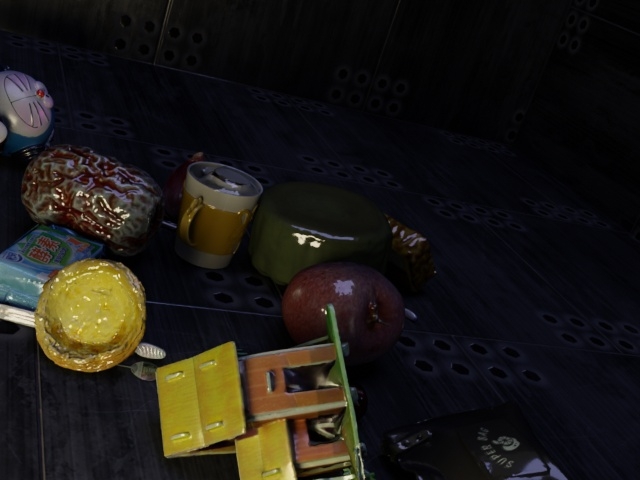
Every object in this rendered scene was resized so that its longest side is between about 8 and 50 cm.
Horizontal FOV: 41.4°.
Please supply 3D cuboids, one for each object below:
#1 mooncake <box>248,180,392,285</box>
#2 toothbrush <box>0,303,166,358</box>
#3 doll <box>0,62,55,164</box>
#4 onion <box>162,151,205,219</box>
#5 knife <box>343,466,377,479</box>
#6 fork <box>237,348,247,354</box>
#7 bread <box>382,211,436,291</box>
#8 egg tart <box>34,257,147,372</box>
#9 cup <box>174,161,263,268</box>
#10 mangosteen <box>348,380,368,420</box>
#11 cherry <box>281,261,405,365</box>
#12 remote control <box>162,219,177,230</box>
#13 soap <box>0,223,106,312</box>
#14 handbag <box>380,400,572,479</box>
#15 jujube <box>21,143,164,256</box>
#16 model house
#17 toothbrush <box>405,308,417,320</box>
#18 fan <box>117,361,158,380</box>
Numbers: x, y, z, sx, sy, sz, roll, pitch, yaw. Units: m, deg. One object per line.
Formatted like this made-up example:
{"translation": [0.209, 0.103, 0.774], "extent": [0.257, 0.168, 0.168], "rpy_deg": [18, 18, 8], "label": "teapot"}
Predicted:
{"translation": [0.000, 0.000, 2.125], "extent": [0.356, 0.194, 0.356], "rpy_deg": [11, 27, -5], "label": "mooncake"}
{"translation": [-0.472, 0.166, 1.594], "extent": [0.375, 0.028, 0.037], "rpy_deg": [16, 0, -7], "label": "toothbrush"}
{"translation": [-0.830, -0.321, 2.199], "extent": [0.284, 0.240, 0.310], "rpy_deg": [58, 39, -8], "label": "doll"}
{"translation": [-0.331, -0.141, 2.216], "extent": [0.159, 0.195, 0.159], "rpy_deg": [10, 17, -3], "label": "onion"}
{"translation": [0.095, 0.431, 1.448], "extent": [0.054, 0.015, 0.212], "rpy_deg": [-2, 30, -41], "label": "knife"}
{"translation": [-0.217, 0.238, 1.641], "extent": [0.039, 0.021, 0.235], "rpy_deg": [26, 22, 24], "label": "fork"}
{"translation": [0.201, 0.030, 2.282], "extent": [0.096, 0.181, 0.222], "rpy_deg": [-39, 50, -21], "label": "bread"}
{"translation": [-0.415, 0.139, 1.546], "extent": [0.212, 0.213, 0.090], "rpy_deg": [18, -19, -3], "label": "egg tart"}
{"translation": [-0.267, -0.055, 2.022], "extent": [0.185, 0.226, 0.241], "rpy_deg": [27, 25, 16], "label": "cup"}
{"translation": [0.051, 0.308, 1.623], "extent": [0.081, 0.081, 0.081], "rpy_deg": [16, 22, -7], "label": "mangosteen"}
{"translation": [0.037, 0.148, 1.809], "extent": [0.261, 0.221, 0.307], "rpy_deg": [11, 9, -40], "label": "cherry"}
{"translation": [-0.368, -0.035, 2.171], "extent": [0.091, 0.016, 0.034], "rpy_deg": [19, 17, -1], "label": "remote control"}
{"translation": [-0.557, 0.052, 1.731], "extent": [0.156, 0.077, 0.293], "rpy_deg": [19, 21, 0], "label": "soap"}
{"translation": [0.275, 0.411, 1.490], "extent": [0.288, 0.152, 0.342], "rpy_deg": [-2, 26, -18], "label": "handbag"}
{"translation": [-0.506, -0.092, 1.914], "extent": [0.317, 0.226, 0.226], "rpy_deg": [20, 22, 9], "label": "jujube"}
{"translation": [-0.102, 0.312, 1.440], "extent": [0.323, 0.340, 0.300], "rpy_deg": [-8, 68, -4], "label": "model house"}
{"translation": [0.130, 0.138, 2.160], "extent": [0.269, 0.021, 0.027], "rpy_deg": [28, 29, 20], "label": "toothbrush"}
{"translation": [-0.333, 0.237, 1.574], "extent": [0.080, 0.003, 0.060], "rpy_deg": [25, 22, 14], "label": "fan"}
